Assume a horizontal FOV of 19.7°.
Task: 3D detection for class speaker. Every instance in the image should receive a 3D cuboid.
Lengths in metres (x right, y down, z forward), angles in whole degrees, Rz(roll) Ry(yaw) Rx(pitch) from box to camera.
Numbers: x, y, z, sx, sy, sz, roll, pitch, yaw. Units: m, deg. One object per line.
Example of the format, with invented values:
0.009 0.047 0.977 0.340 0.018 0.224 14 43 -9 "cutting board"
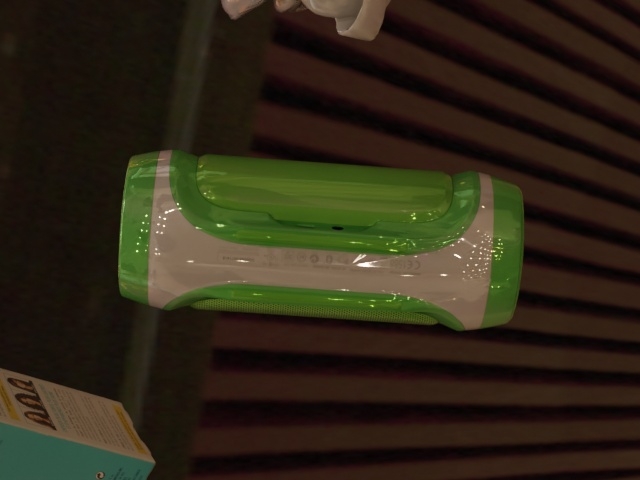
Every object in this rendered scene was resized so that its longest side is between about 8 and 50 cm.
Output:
0.000 0.000 1.403 0.296 0.131 0.131 4 87 -1 "speaker"

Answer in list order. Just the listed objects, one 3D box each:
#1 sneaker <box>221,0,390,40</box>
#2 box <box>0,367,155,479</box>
-0.031 -0.254 1.108 0.366 0.137 0.210 -130 33 -61 "sneaker"
-0.268 0.159 1.576 0.060 0.244 0.100 -60 35 14 "box"
